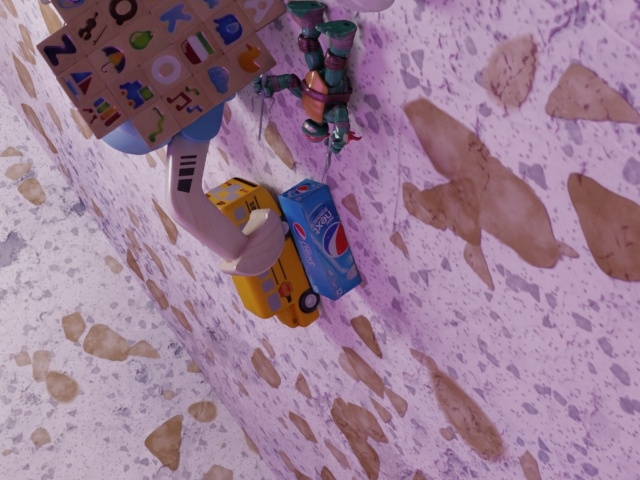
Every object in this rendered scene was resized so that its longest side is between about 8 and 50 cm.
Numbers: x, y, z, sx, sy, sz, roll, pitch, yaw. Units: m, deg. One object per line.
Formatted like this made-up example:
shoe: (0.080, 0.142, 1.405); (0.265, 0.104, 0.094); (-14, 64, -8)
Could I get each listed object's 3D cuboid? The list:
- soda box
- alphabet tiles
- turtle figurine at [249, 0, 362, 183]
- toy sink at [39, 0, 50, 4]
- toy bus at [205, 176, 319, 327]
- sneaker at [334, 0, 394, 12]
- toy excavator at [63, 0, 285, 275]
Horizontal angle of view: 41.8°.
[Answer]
soda box: (0.000, 0.000, 1.497); (0.071, 0.067, 0.210); (21, 138, 52)
alphabet tiles: (-0.236, -0.315, 1.245); (0.285, 0.342, 0.011); (55, 180, 2)
turtle figurine: (-0.011, -0.211, 1.197); (0.175, 0.118, 0.234); (27, 129, 24)
toy sink: (-0.424, -0.532, 1.433); (0.131, 0.234, 0.153); (39, 152, 34)
toy bus: (-0.115, 0.038, 1.683); (0.108, 0.130, 0.333); (23, 140, 52)
sneaker: (0.019, -0.376, 0.981); (0.235, 0.090, 0.095); (55, 147, -1)
toy excavator: (-0.249, -0.184, 1.430); (0.222, 0.432, 0.445); (1, 81, 62)
